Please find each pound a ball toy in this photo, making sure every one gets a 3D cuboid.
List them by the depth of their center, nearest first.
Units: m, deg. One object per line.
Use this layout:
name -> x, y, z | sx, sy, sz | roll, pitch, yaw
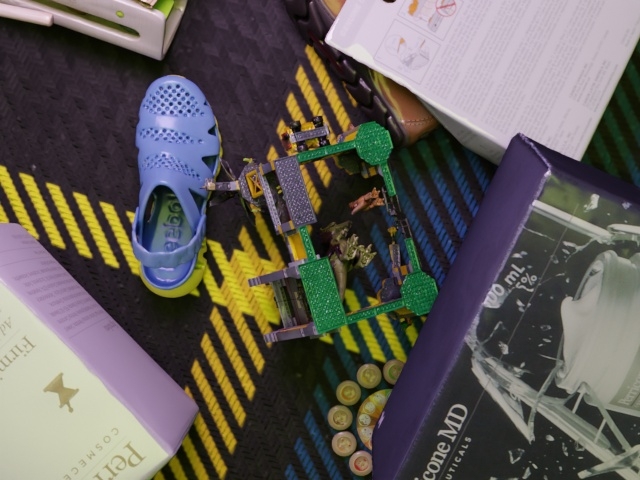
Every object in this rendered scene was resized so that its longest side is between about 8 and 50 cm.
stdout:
pound a ball toy -> -0.364, -0.333, 1.521 | 0.319, 0.136, 0.208 | 18, 60, -2

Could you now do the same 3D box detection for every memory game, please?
memory game -> 0.102, 0.266, 1.604 | 0.186, 0.012, 0.186 | 0, 91, -1

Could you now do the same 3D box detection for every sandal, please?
sandal -> -0.206, -0.077, 1.540 | 0.126, 0.138, 0.317 | -1, 89, 2

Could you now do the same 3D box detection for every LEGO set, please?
LEGO set -> 0.000, 0.000, 1.550 | 0.255, 0.192, 0.331 | -26, 94, -29

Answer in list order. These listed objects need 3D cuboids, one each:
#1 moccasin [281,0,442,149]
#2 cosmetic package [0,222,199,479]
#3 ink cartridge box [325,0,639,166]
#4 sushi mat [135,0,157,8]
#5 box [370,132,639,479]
moccasin -> 0.060, -0.315, 1.541 | 0.147, 0.139, 0.380 | -37, 87, -15
cosmetic package -> -0.420, 0.223, 1.446 | 0.329, 0.327, 0.393 | -45, 91, 0
ink cartridge box -> 0.234, -0.291, 1.520 | 0.385, 0.091, 0.308 | 29, 78, -4
sushi mat -> -0.216, -0.459, 1.523 | 0.151, 0.019, 0.316 | 32, 62, 1
box -> 0.370, 0.186, 1.376 | 0.472, 0.297, 0.480 | 23, 103, -2
